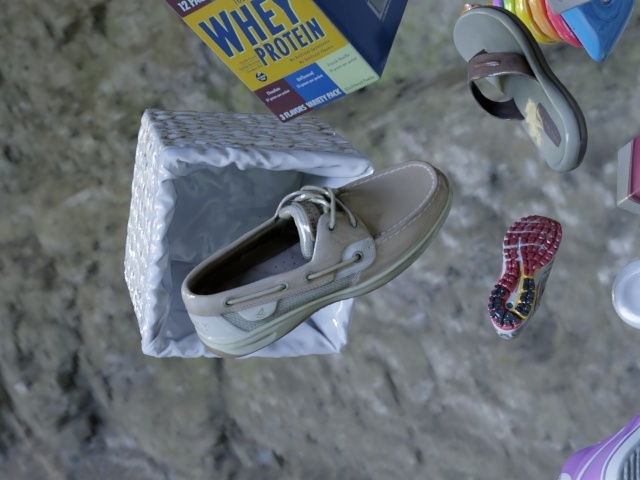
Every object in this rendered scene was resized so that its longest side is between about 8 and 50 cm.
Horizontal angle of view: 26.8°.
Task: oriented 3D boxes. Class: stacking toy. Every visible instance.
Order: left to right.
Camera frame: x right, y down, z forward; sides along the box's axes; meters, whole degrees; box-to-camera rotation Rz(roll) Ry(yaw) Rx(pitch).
[{"bbox_3d":[0.347,-0.382,2.204,0.302,0.175,0.166,-4,47,50],"label":"stacking toy"}]

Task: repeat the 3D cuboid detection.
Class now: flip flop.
[{"bbox_3d":[0.225,-0.183,1.620,0.080,0.112,0.277,-16,52,-15],"label":"flip flop"}]

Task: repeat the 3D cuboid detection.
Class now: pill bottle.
[{"bbox_3d":[0.578,0.101,2.296,0.121,0.121,0.216,-20,-16,21],"label":"pill bottle"}]

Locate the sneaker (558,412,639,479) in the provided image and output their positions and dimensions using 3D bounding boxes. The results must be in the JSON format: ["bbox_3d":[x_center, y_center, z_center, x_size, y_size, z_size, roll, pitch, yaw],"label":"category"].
[{"bbox_3d":[0.384,0.229,1.566,0.282,0.102,0.161,-27,-3,-30],"label":"sneaker"}]

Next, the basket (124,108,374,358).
[{"bbox_3d":[-0.123,-0.022,2.064,0.328,0.331,0.266,0,24,-19],"label":"basket"}]

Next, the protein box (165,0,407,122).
[{"bbox_3d":[-0.027,-0.271,1.360,0.136,0.201,0.200,-21,36,38],"label":"protein box"}]

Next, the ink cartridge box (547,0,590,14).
[{"bbox_3d":[0.424,-0.372,1.562,0.261,0.066,0.296,-17,15,40],"label":"ink cartridge box"}]

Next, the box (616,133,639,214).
[{"bbox_3d":[0.646,-0.136,2.362,0.232,0.149,0.127,134,149,-57],"label":"box"}]

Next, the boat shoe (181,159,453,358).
[{"bbox_3d":[0.000,0.000,1.338,0.302,0.098,0.109,-31,49,-11],"label":"boat shoe"}]

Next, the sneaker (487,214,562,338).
[{"bbox_3d":[0.322,0.056,2.148,0.088,0.093,0.225,19,64,19],"label":"sneaker"}]
